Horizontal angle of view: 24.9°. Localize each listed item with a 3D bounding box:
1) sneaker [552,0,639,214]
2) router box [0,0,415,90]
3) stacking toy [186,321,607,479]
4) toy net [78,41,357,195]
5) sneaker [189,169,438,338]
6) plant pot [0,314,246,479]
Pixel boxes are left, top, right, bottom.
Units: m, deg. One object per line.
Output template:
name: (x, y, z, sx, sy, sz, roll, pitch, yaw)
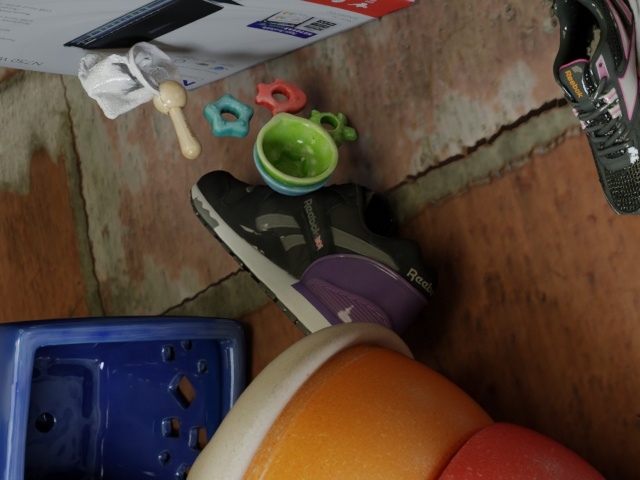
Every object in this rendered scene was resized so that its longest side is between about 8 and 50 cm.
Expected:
sneaker: (0.195, -0.100, 1.008, 0.072, 0.077, 0.178, -25, 72, 43)
router box: (-0.145, -0.212, 1.174, 0.301, 0.335, 0.082, -14, 78, 45)
stacking toy: (0.161, 0.271, 0.930, 0.480, 0.351, 0.350, 14, 99, 26)
toy net: (-0.085, -0.118, 1.194, 0.232, 0.122, 0.045, 27, 144, 3)
sneaker: (0.000, 0.000, 1.210, 0.124, 0.107, 0.283, -46, 44, -1)
plant pot: (-0.223, 0.181, 1.321, 0.212, 0.236, 0.235, 3, 91, 52)
